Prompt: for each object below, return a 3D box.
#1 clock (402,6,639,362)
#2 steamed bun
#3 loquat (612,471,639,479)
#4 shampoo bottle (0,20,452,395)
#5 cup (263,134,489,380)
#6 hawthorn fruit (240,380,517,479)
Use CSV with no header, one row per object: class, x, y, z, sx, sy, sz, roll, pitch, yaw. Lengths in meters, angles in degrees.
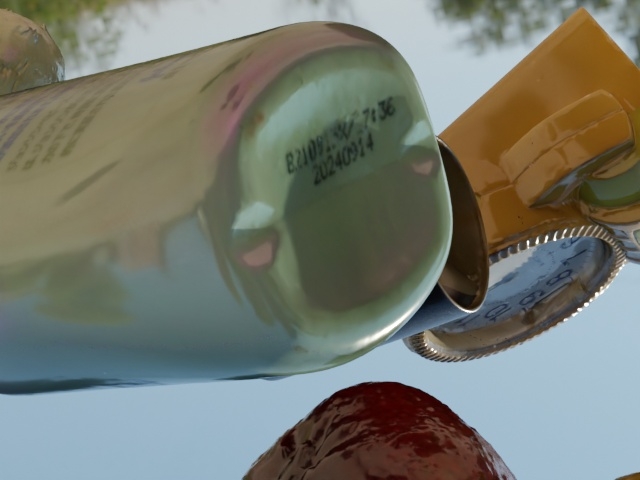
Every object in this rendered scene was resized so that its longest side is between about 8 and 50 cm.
clock,0.191,-0.025,1.583,0.317,0.200,0.244,-35,148,11
steamed bun,-0.227,-0.102,1.203,0.091,0.112,0.130,18,168,-16
loquat,0.225,0.246,1.079,0.213,0.213,0.213,-15,-169,3
shampoo bottle,-0.121,-0.004,0.847,0.349,0.151,0.222,-7,-163,38
cup,0.006,0.016,1.281,0.177,0.166,0.239,-15,-176,25
hawthorn fruit,0.062,0.239,1.191,0.230,0.266,0.210,-51,-174,-20
